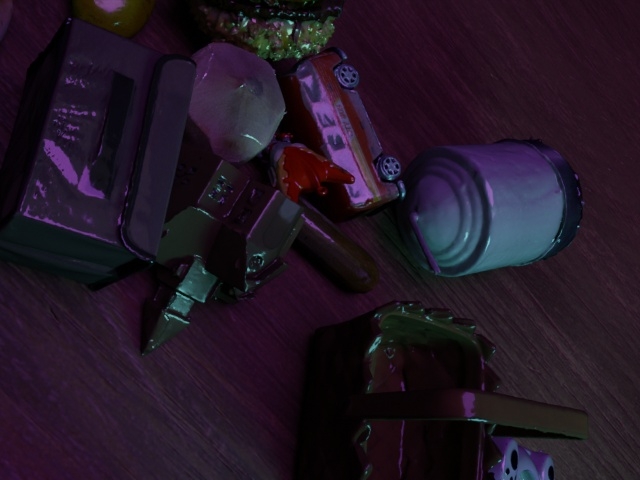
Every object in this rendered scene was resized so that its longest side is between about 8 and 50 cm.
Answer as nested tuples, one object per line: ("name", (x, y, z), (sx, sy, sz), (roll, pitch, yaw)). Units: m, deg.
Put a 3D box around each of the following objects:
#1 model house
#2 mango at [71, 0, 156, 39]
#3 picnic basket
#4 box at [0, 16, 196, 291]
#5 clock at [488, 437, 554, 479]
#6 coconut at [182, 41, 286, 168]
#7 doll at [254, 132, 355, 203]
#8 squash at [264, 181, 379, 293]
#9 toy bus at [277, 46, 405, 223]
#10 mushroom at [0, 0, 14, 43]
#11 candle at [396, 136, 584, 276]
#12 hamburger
("model house", (-0.141, 0.038, 0.813), (0.180, 0.176, 0.248), (34, 82, -44))
("mango", (-0.274, -0.340, 0.892), (0.117, 0.089, 0.163), (3, 84, -44))
("picnic basket", (0.139, 0.229, 0.849), (0.254, 0.321, 0.292), (20, 65, -34))
("box", (-0.263, -0.093, 0.749), (0.153, 0.188, 0.253), (21, 65, -32))
("clock", (0.263, 0.419, 0.983), (0.227, 0.090, 0.248), (33, 62, -46))
("coconut", (-0.126, -0.179, 0.889), (0.161, 0.162, 0.161), (13, 68, -33))
("doll", (-0.042, -0.107, 0.950), (0.109, 0.169, 0.057), (-26, 134, -25))
("squash", (0.000, 0.000, 0.985), (0.229, 0.066, 0.066), (40, 55, -17))
("toy bus", (0.019, -0.158, 1.024), (0.119, 0.121, 0.265), (-22, 87, -30))
("mushroom", (-0.433, -0.174, 0.718), (0.100, 0.081, 0.312), (31, 54, -28))
("candle", (0.258, -0.056, 1.096), (0.342, 0.221, 0.222), (-6, 78, -37))
("hamburger", (-0.084, -0.352, 0.968), (0.243, 0.139, 0.262), (17, 37, 2))
